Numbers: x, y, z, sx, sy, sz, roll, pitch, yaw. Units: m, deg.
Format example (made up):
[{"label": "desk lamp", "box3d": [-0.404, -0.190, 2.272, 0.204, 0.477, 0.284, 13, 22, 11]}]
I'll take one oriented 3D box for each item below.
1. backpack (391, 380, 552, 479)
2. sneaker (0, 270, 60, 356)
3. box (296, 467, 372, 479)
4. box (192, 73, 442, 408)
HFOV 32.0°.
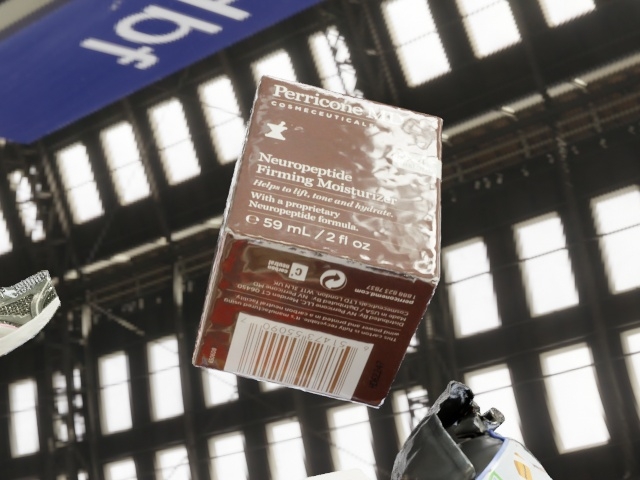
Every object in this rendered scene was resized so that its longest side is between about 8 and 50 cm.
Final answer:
[{"label": "backpack", "box3d": [0.082, 0.256, 0.813, 0.276, 0.263, 0.213, -43, -104, -4]}, {"label": "sneaker", "box3d": [-0.307, 0.067, 0.948, 0.072, 0.178, 0.077, 9, -53, 55]}, {"label": "box", "box3d": [-0.053, 0.136, 0.251, 0.114, 0.203, 0.103, 24, -62, 62]}, {"label": "box", "box3d": [0.000, 0.000, 0.939, 0.168, 0.203, 0.167, 13, -46, -5]}]
